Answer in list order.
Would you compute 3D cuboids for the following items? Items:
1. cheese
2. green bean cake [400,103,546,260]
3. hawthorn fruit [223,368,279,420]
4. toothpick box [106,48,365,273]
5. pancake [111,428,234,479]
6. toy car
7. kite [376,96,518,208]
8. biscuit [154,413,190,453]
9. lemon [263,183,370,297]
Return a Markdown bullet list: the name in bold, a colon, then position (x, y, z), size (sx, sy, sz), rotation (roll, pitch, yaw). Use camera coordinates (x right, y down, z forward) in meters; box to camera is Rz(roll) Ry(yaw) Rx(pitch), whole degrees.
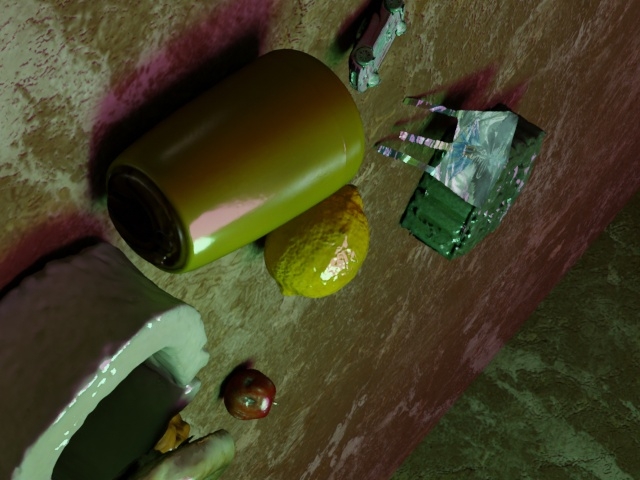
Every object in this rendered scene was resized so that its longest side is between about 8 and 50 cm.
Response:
- **cheese**: position (-0.269, 0.170, 1.437), size (0.292, 0.153, 0.332), rotation (-48, 162, -12)
- **green bean cake**: position (0.285, -0.106, 2.281), size (0.255, 0.132, 0.241), rotation (-26, 144, -52)
- **hawthorn fruit**: position (-0.111, 0.255, 2.056), size (0.093, 0.093, 0.093), rotation (-45, 160, -21)
- **toothpick box**: position (-0.097, -0.080, 1.366), size (0.271, 0.175, 0.175), rotation (-36, 155, -33)
- **pancake**: position (-0.262, 0.362, 1.497), size (0.382, 0.071, 0.382), rotation (-39, 167, -11)
- **toy car**: position (0.068, -0.257, 1.611), size (0.142, 0.055, 0.069), rotation (-62, 165, -15)
- **kite**: position (0.214, -0.163, 2.026), size (0.310, 0.015, 0.169), rotation (20, 98, -48)
- **biscuit**: position (-0.306, 0.351, 1.750), size (0.318, 0.110, 0.312), rotation (-47, 163, -13)
- **lemon**: position (0.000, 0.000, 1.782), size (0.187, 0.142, 0.142), rotation (-56, 161, -4)
